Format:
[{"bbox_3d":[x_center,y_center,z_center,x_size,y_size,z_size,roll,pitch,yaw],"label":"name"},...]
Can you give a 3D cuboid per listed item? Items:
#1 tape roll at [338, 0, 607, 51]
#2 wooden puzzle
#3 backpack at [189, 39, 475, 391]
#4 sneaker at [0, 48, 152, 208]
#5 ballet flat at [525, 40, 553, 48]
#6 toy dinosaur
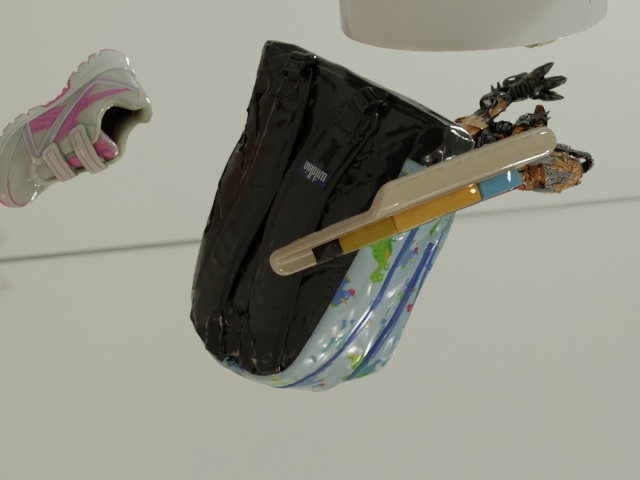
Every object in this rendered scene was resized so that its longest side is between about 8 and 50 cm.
[{"bbox_3d":[0.159,-0.281,1.861,0.286,0.286,0.100,-132,-145,-67],"label":"tape roll"},{"bbox_3d":[0.090,-0.029,1.696,0.238,0.221,0.044,-32,-100,59],"label":"wooden puzzle"},{"bbox_3d":[0.000,0.000,1.977,0.290,0.273,0.356,27,-93,35],"label":"backpack"},{"bbox_3d":[-0.322,-0.132,2.279,0.111,0.252,0.103,43,-1,36],"label":"sneaker"},{"bbox_3d":[0.278,-0.303,2.386,0.077,0.241,0.091,17,-69,53],"label":"ballet flat"},{"bbox_3d":[0.235,-0.139,2.380,0.322,0.218,0.164,33,-46,29],"label":"toy dinosaur"}]
